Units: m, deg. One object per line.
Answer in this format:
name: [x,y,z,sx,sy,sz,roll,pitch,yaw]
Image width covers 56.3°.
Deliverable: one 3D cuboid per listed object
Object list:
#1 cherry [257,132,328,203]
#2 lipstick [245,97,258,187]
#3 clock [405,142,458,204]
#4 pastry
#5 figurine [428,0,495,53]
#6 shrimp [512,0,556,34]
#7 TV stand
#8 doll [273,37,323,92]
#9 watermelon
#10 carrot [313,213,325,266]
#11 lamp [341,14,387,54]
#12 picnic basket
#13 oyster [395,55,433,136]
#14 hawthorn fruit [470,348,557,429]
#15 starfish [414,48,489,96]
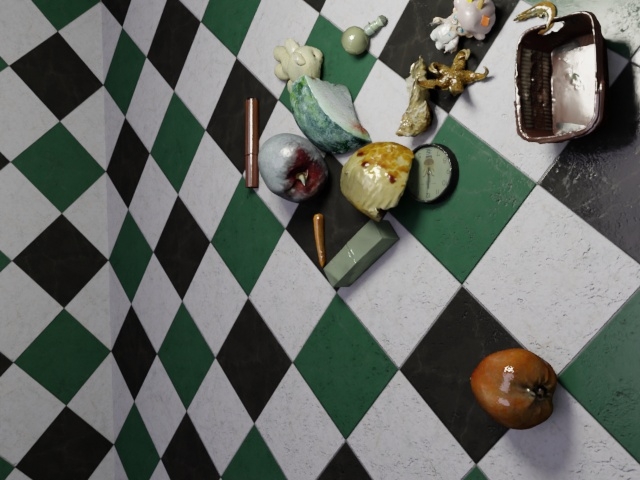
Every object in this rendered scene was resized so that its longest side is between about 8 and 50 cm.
cherry: [-0.100,-0.251,2.062,0.218,0.255,0.296,-54,36,0]
lipstick: [-0.272,-0.387,2.375,0.057,0.057,0.357,-2,86,46]
clock: [0.322,-0.199,1.774,0.184,0.040,0.185,-2,87,46]
pastry: [0.154,-0.198,1.816,0.256,0.170,0.237,-120,50,-68]
figurine: [0.401,-0.607,1.661,0.229,0.112,0.137,-26,95,49]
shrimp: [0.556,-0.572,1.559,0.114,0.023,0.083,-6,88,42]
TV stand: [0.126,0.044,1.935,0.269,0.088,0.083,-48,57,33]
doll: [-0.084,-0.638,2.163,0.149,0.175,0.278,-44,40,-9]
watermelon: [0.034,-0.418,2.036,0.320,0.214,0.289,36,159,0]
carrot: [0.000,0.000,2.106,0.037,0.037,0.190,-7,88,45]
lamp: [0.146,-0.674,1.946,0.163,0.091,0.091,-29,68,24]
picnic basket: [0.591,-0.375,1.442,0.222,0.129,0.297,-3,86,47]
oyster: [0.289,-0.418,1.773,0.107,0.161,0.233,11,95,10]
hawthorn fruit: [0.468,0.367,1.524,0.251,0.199,0.200,-1,88,59]
starfish: [0.362,-0.455,1.670,0.189,0.074,0.146,-22,60,1]
